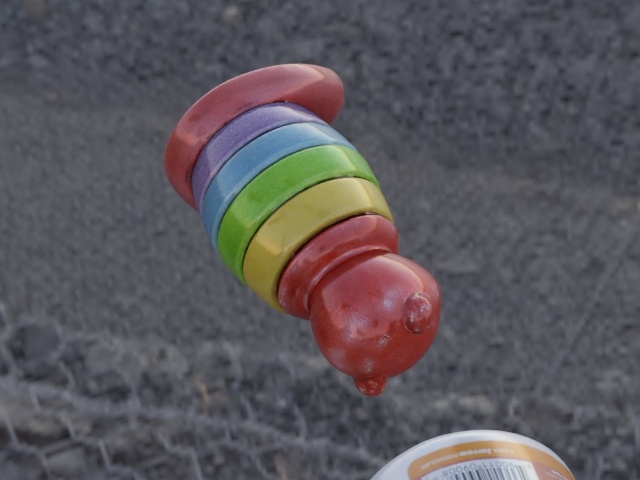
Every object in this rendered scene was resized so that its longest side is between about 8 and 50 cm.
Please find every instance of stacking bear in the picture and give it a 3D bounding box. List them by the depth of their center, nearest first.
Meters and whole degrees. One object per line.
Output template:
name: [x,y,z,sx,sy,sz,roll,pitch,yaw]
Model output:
stacking bear: [0.000,0.000,1.595,0.164,0.175,0.289,7,38,-48]

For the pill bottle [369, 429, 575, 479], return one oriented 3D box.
pill bottle: [0.089,0.197,0.832,0.121,0.121,0.216,-14,38,-3]
